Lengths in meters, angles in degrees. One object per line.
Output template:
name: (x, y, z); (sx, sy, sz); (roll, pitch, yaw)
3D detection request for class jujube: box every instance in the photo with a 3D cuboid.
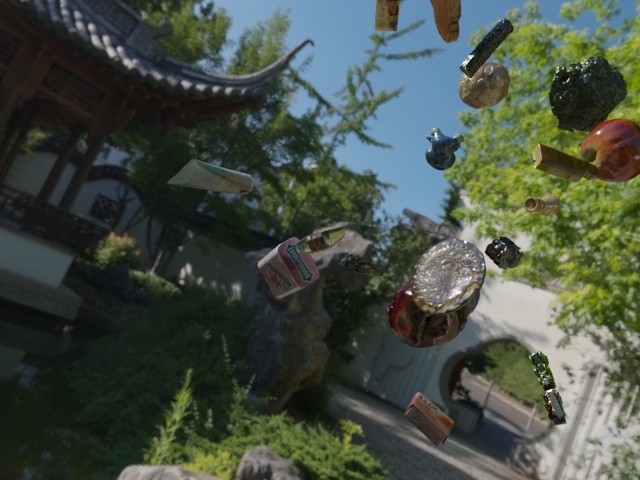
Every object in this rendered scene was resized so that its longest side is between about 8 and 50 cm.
jujube: (0.341, 0.231, 1.775); (0.258, 0.259, 0.377); (23, -8, 10)

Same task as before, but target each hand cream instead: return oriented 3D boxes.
hand cream: (-0.312, -0.185, 1.636); (0.070, 0.111, 0.312); (59, 24, 14)

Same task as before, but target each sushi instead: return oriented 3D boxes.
sushi: (0.583, 0.045, 1.745); (0.094, 0.098, 0.084); (3, 31, -27)

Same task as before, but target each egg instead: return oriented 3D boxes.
egg: (0.672, -0.641, 2.262); (0.194, 0.195, 0.233); (28, -8, -26)

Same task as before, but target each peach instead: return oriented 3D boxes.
peach: (1.097, -0.327, 1.996); (0.256, 0.233, 0.232); (-12, -8, -3)

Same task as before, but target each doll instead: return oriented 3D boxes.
doll: (0.244, -0.184, 1.118); (0.076, 0.050, 0.083); (26, -39, 21)

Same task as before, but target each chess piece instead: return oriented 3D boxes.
chess piece: (0.685, -0.109, 1.697); (0.122, 0.066, 0.066); (-4, 11, -36)

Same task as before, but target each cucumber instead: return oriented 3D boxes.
cucumber: (0.497, -0.576, 1.638); (0.058, 0.187, 0.058); (38, 15, -12)

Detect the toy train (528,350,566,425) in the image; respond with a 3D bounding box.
toy train: (0.742, 0.478, 1.776); (0.053, 0.250, 0.085); (-32, -49, 28)

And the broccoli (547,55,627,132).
broccoli: (1.050, -0.599, 2.192); (0.321, 0.303, 0.284); (52, 14, -37)

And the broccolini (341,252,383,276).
broccolini: (0.180, 0.115, 2.389); (0.202, 0.091, 0.068); (23, 9, -29)

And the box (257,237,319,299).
box: (-0.134, 0.118, 2.165); (0.190, 0.112, 0.369); (61, -21, 1)

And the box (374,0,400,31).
box: (0.202, -0.696, 1.651); (0.073, 0.020, 0.149); (3, -28, 5)

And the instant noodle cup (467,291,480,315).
instant noodle cup: (0.517, 0.210, 2.286); (0.234, 0.235, 0.178); (26, -14, -15)

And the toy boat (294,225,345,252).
toy boat: (0.000, 0.000, 1.784); (0.172, 0.065, 0.066); (-19, -23, 8)

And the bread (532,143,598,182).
bread: (0.787, -0.237, 1.756); (0.225, 0.088, 0.049); (18, -38, -12)

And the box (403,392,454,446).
box: (0.347, 0.569, 1.746); (0.156, 0.060, 0.111); (40, 19, 15)

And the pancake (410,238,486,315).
pancake: (0.286, 0.080, 1.240); (0.199, 0.199, 0.021); (15, -22, 49)

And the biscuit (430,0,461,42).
biscuit: (0.365, -0.783, 1.645); (0.269, 0.051, 0.376); (-105, 174, -48)
